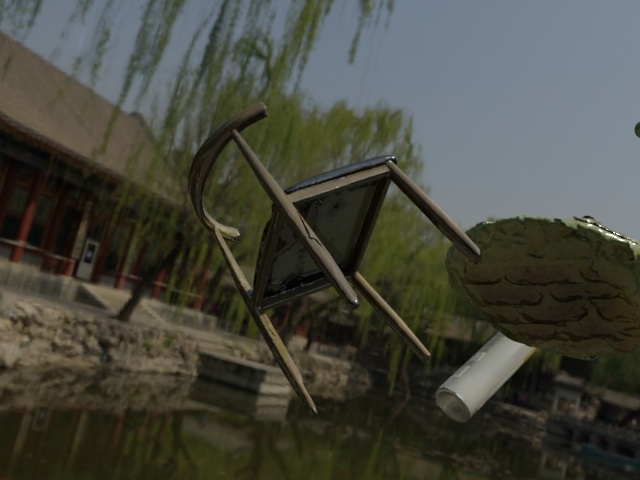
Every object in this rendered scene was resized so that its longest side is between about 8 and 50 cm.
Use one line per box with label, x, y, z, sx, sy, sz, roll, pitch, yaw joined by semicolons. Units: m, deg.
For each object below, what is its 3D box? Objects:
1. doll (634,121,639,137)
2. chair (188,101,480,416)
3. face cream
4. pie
doll;0.789;-0.291;1.657;0.198;0.322;0.186;16;32;21
chair;0.000;0.000;0.790;0.166;0.188;0.272;-18;53;-33
face cream;0.318;0.209;1.385;0.073;0.269;0.107;51;-27;2
pie;0.326;0.068;1.073;0.306;0.071;0.306;15;-35;11
